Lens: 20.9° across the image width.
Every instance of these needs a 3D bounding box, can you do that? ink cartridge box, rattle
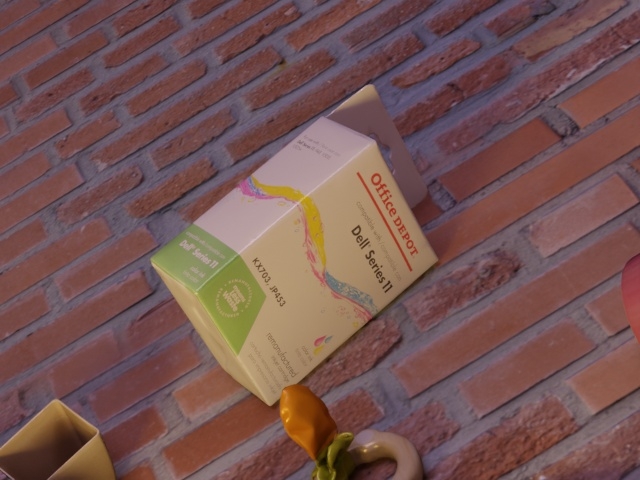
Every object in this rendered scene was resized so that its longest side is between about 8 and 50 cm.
[{"bbox_3d":[0.000,0.000,2.077,0.353,0.207,0.119,-41,36,-14],"label":"ink cartridge box"},{"bbox_3d":[0.056,0.236,1.826,0.130,0.142,0.200,-19,26,-18],"label":"rattle"}]

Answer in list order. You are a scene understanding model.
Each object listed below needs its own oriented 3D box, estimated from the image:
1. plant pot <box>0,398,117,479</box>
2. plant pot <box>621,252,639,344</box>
[{"bbox_3d":[-0.305,0.273,2.055,0.109,0.096,0.109,-43,39,-18],"label":"plant pot"},{"bbox_3d":[0.418,0.048,1.770,0.180,0.201,0.201,-25,33,33],"label":"plant pot"}]
